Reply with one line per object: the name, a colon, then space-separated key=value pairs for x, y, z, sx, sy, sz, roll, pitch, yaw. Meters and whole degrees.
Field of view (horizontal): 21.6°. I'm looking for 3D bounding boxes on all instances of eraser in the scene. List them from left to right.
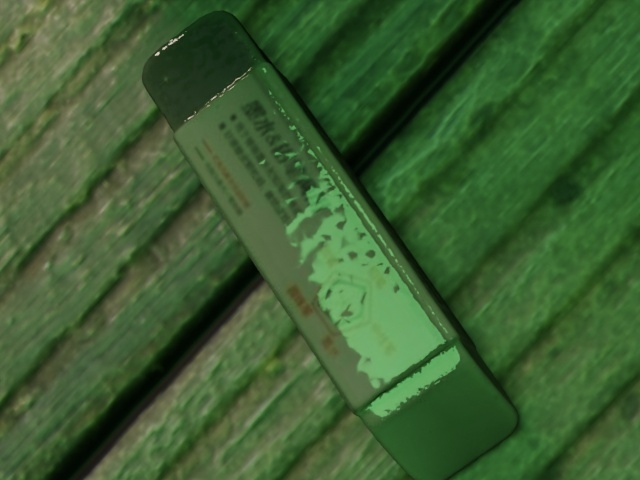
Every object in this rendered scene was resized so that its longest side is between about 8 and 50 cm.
eraser: x=0.000 y=0.000 z=1.118 sx=0.089 sy=0.061 sz=0.352 roll=-37 pitch=71 yaw=10
